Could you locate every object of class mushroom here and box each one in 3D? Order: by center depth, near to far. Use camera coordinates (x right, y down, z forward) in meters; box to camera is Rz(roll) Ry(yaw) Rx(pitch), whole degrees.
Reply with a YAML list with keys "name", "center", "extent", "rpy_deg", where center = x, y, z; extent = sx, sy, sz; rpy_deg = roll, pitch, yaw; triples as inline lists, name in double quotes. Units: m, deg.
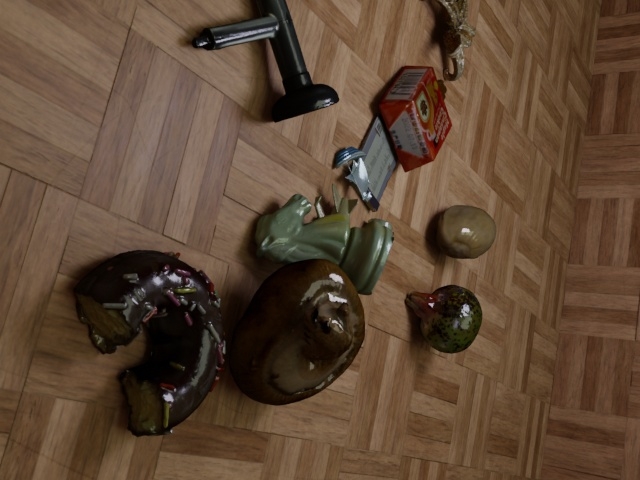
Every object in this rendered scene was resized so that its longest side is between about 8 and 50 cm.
- name: "mushroom"
  center: [-0.034, 0.216, 1.552]
  extent: [0.345, 0.259, 0.346]
  rpy_deg: [-20, 127, -28]

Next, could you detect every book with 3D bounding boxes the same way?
- name: "book"
  center: [0.152, -0.215, 2.027]
  extent: [0.157, 0.026, 0.231]
  rpy_deg: [51, 51, -39]

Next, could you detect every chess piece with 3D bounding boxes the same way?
- name: "chess piece"
  center: [0.000, 0.000, 1.661]
  extent: [0.298, 0.176, 0.176]
  rpy_deg: [19, 71, -10]

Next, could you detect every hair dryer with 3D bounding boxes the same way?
- name: "hair dryer"
  center: [-0.141, -0.386, 1.584]
  extent: [0.284, 0.155, 0.320]
  rpy_deg: [-34, 107, -26]

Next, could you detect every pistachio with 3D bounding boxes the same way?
- name: "pistachio"
  center: [0.466, -0.027, 2.359]
  extent: [0.293, 0.162, 0.182]
  rpy_deg: [-15, 74, -51]

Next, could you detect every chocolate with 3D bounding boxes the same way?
- name: "chocolate"
  center: [0.280, -0.357, 2.107]
  extent: [0.237, 0.107, 0.235]
  rpy_deg: [-58, 134, -45]

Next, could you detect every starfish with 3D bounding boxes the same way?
- name: "starfish"
  center: [0.412, -0.669, 2.297]
  extent: [0.303, 0.113, 0.312]
  rpy_deg: [54, 41, -44]

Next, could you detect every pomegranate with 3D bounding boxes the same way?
- name: "pomegranate"
  center: [0.368, 0.222, 2.235]
  extent: [0.247, 0.214, 0.214]
  rpy_deg: [28, 63, -11]

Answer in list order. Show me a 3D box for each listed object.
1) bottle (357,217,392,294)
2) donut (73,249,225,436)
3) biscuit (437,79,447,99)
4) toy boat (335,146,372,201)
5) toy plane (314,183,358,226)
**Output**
- name: "bottle"
  center: [0.134, 0.044, 1.972]
  extent: [0.072, 0.072, 0.202]
  rpy_deg: [43, 58, -46]
- name: "donut"
  center: [-0.284, 0.174, 1.349]
  extent: [0.259, 0.136, 0.345]
  rpy_deg: [-34, 120, -45]
- name: "biscuit"
  center: [0.383, -0.468, 2.339]
  extent: [0.082, 0.016, 0.092]
  rpy_deg: [3, 90, -59]
- name: "toy boat"
  center: [0.101, -0.184, 1.909]
  extent: [0.149, 0.034, 0.105]
  rpy_deg: [44, 58, -15]
- name: "toy plane"
  center: [0.039, -0.003, 1.811]
  extent: [0.242, 0.104, 0.256]
  rpy_deg: [42, 58, -50]
